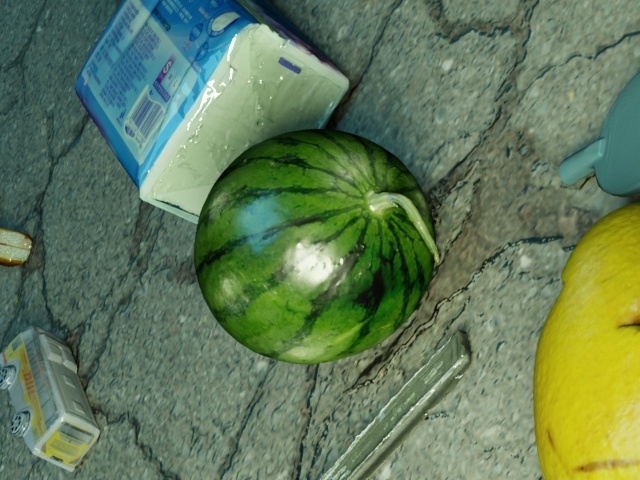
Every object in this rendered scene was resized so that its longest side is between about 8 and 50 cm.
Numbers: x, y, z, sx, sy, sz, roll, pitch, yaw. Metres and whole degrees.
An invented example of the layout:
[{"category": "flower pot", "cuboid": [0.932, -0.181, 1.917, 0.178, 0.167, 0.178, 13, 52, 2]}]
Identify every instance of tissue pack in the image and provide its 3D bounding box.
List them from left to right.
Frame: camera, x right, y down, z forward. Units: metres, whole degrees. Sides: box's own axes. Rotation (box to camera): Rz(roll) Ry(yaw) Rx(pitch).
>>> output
[{"category": "tissue pack", "cuboid": [-0.113, -0.152, 1.546, 0.198, 0.146, 0.263, -56, 33, 12]}]

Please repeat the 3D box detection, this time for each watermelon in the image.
[{"category": "watermelon", "cuboid": [0.000, 0.000, 1.241, 0.215, 0.188, 0.188, -42, 37, 53]}]

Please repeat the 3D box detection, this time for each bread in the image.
[{"category": "bread", "cuboid": [-0.397, 0.007, 1.941, 0.109, 0.062, 0.043, 12, 78, 14]}]

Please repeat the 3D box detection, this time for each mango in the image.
[{"category": "mango", "cuboid": [0.206, 0.082, 0.956, 0.167, 0.130, 0.262, -45, 33, 24]}]

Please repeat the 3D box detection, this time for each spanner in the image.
[{"category": "spanner", "cuboid": [0.014, 0.190, 1.256, 0.325, 0.026, 0.093, -49, 35, 21]}]

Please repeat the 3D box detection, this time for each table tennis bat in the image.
[{"category": "table tennis bat", "cuboid": [0.215, -0.072, 1.107, 0.155, 0.019, 0.100, -36, 38, 59]}]

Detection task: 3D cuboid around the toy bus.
[{"category": "toy bus", "cuboid": [-0.291, 0.164, 1.673, 0.075, 0.064, 0.190, -50, 35, 13]}]
